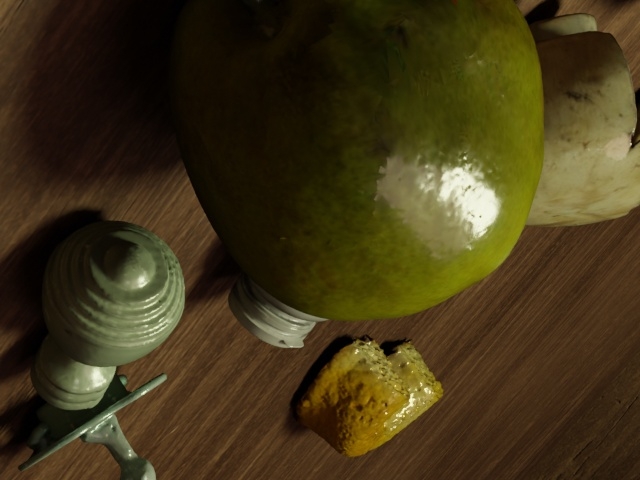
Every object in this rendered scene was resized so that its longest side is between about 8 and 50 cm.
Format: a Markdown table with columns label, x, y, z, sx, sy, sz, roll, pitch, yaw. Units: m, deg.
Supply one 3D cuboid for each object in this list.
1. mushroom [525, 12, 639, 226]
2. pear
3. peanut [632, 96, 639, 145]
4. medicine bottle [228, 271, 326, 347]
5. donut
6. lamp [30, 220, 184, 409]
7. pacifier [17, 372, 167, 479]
| label | x | y | z | sx | sy | sz | roll | pitch | yaw |
| --- | --- | --- | --- | --- | --- | --- | --- | --- | --- |
| mushroom | 0.205 | -0.114 | 1.426 | 0.188 | 0.195 | 0.254 | -10 | 163 | 0 |
| pear | 0.028 | -0.083 | 1.004 | 0.269 | 0.269 | 0.321 | -44 | 142 | -2 |
| peanut | 0.481 | -0.182 | 1.904 | 0.236 | 0.110 | 0.120 | -50 | 139 | -7 |
| medicine bottle | 0.000 | 0.000 | 1.303 | 0.191 | 0.107 | 0.107 | -54 | 158 | 23 |
| donut | 0.052 | 0.201 | 1.831 | 0.152 | 0.101 | 0.259 | -44 | 165 | 13 |
| lamp | -0.170 | 0.062 | 1.117 | 0.106 | 0.106 | 0.193 | -28 | 164 | -39 |
| pacifier | -0.187 | 0.177 | 1.278 | 0.150 | 0.117 | 0.126 | -34 | -177 | -37 |
